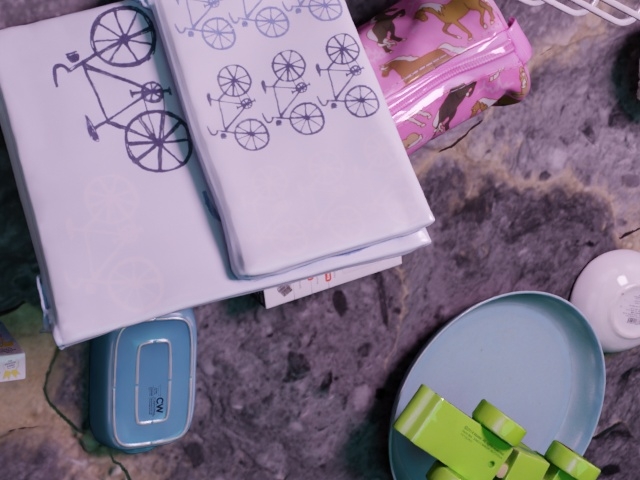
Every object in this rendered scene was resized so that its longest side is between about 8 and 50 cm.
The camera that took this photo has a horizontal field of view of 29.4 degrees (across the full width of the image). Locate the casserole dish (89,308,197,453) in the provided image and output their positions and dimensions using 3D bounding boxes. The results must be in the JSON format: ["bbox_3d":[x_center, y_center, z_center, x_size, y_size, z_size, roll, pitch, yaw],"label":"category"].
[{"bbox_3d":[-0.178,0.140,1.256,0.114,0.037,0.188,-5,110,-27],"label":"casserole dish"}]

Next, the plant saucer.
[{"bbox_3d":[0.211,0.205,1.491,0.318,0.044,0.317,-10,111,-27],"label":"plant saucer"}]

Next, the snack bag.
[{"bbox_3d":[-0.110,-0.099,1.066,0.343,0.037,0.323,-15,70,-11],"label":"snack bag"}]

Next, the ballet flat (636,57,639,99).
[{"bbox_3d":[0.549,-0.239,1.494,0.409,0.147,0.147,-14,113,-21],"label":"ballet flat"}]

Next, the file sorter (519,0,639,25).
[{"bbox_3d":[0.240,-0.324,1.189,0.173,0.278,0.192,16,99,-36],"label":"file sorter"}]

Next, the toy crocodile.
[{"bbox_3d":[0.217,0.266,1.440,0.340,0.105,0.115,31,91,-29],"label":"toy crocodile"}]

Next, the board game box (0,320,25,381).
[{"bbox_3d":[-0.356,0.104,1.104,0.154,0.103,0.026,-5,109,-28],"label":"board game box"}]

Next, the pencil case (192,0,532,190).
[{"bbox_3d":[0.020,-0.115,1.192,0.386,0.167,0.160,-33,150,-17],"label":"pencil case"}]

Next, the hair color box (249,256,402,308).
[{"bbox_3d":[0.000,0.000,1.296,0.167,0.053,0.093,-18,116,-25],"label":"hair color box"}]

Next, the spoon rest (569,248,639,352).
[{"bbox_3d":[0.439,0.092,1.569,0.276,0.084,0.137,13,99,-18],"label":"spoon rest"}]
